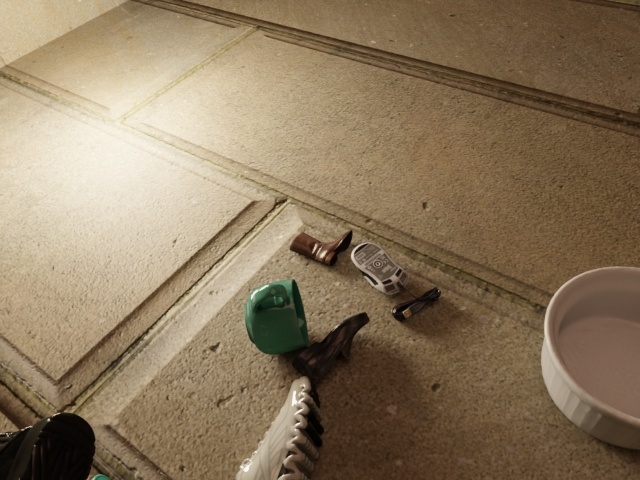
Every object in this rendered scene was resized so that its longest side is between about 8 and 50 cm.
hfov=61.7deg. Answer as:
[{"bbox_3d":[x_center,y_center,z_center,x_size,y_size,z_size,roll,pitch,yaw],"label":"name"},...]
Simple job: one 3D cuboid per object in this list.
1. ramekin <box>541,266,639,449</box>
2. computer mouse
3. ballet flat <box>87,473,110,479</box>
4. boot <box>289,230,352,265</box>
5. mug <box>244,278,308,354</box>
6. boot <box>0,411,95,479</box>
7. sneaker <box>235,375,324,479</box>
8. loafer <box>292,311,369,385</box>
[{"bbox_3d":[0.491,0.190,0.852,0.277,0.135,0.277,-4,50,5],"label":"ramekin"},{"bbox_3d":[0.139,0.077,1.077,0.106,0.042,0.193,-35,58,-17],"label":"computer mouse"},{"bbox_3d":[-0.305,0.494,0.719,0.124,0.116,0.342,-37,55,-1],"label":"ballet flat"},{"bbox_3d":[0.000,0.000,1.171,0.114,0.037,0.106,20,51,30],"label":"boot"},{"bbox_3d":[-0.086,0.131,0.976,0.097,0.157,0.129,-13,23,4],"label":"mug"},{"bbox_3d":[-0.472,0.409,0.722,0.260,0.131,0.348,-20,31,21],"label":"boot"},{"bbox_3d":[-0.068,0.341,0.822,0.118,0.110,0.292,-2,46,18],"label":"sneaker"},{"bbox_3d":[0.030,0.195,0.976,0.170,0.062,0.061,-36,75,-19],"label":"loafer"}]
